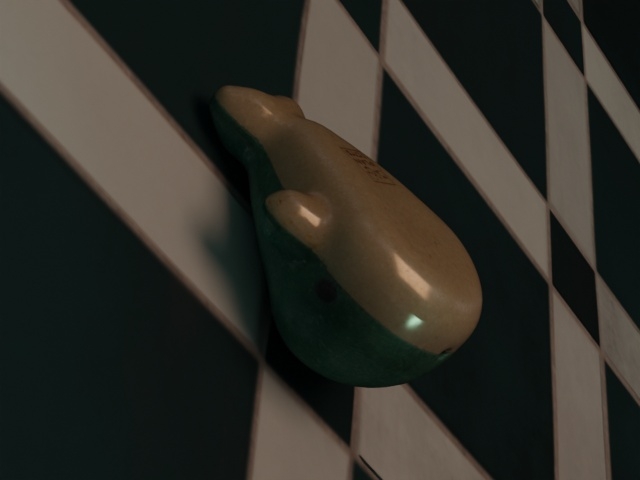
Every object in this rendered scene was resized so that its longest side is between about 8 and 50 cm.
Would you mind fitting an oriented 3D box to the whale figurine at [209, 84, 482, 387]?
[{"bbox_3d":[0.000,0.000,1.308,0.272,0.141,0.216,49,19,19],"label":"whale figurine"}]
